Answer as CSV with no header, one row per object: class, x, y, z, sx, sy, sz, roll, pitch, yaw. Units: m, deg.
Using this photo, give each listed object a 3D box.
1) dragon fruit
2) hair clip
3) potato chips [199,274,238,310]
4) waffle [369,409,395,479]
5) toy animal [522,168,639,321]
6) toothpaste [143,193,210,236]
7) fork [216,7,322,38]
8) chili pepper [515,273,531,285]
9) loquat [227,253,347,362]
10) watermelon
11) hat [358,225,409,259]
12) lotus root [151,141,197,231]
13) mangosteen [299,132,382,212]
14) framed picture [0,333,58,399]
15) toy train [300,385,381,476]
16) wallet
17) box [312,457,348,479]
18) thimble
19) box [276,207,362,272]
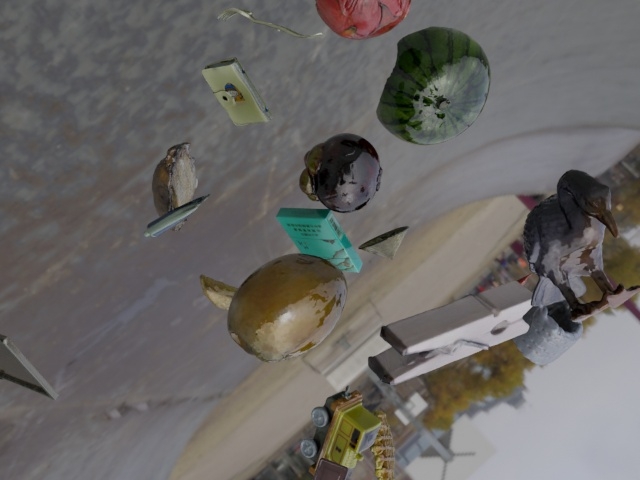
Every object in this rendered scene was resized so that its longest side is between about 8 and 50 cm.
dragon fruit,0.098,-0.579,1.679,0.241,0.241,0.252,-44,-154,7
hair clip,0.240,0.155,1.275,0.330,0.085,0.101,-16,127,-30
potato chips,-0.124,0.159,1.834,0.406,0.057,0.080,11,128,-28
waffle,0.156,0.521,1.809,0.038,0.191,0.191,-10,174,12
toy animal,0.364,0.019,1.041,0.122,0.186,0.298,-24,164,-2
toothpaste,-0.311,-0.049,1.540,0.197,0.035,0.057,-26,-165,32
fork,-0.086,-0.361,1.195,0.034,0.219,0.029,-1,109,-55
chili pepper,0.473,0.140,1.839,0.178,0.027,0.045,-51,-172,35
loquat,-0.054,0.114,1.269,0.227,0.179,0.179,-36,167,-23
watermelon,0.308,-0.372,1.908,0.331,0.330,0.190,-51,-151,36
hat,0.177,0.020,1.893,0.145,0.067,0.146,-23,-176,2
lotus root,-0.343,-0.125,1.643,0.329,0.078,0.167,108,-5,-70
mangosteen,0.052,-0.167,1.778,0.210,0.210,0.210,-40,168,-10
framed picture,-0.721,0.255,1.595,0.019,0.281,0.209,-55,140,-35
toy train,0.042,0.397,1.454,0.089,0.127,0.220,-10,124,-51
wallet,-0.181,-0.323,1.577,0.110,0.155,0.039,0,-134,38
box,0.016,0.460,1.365,0.063,0.060,0.085,62,46,-72
thimble,0.501,0.187,1.596,0.118,0.127,0.151,-55,-169,39
box,0.000,0.000,1.926,0.042,0.160,0.226,-63,140,-29
